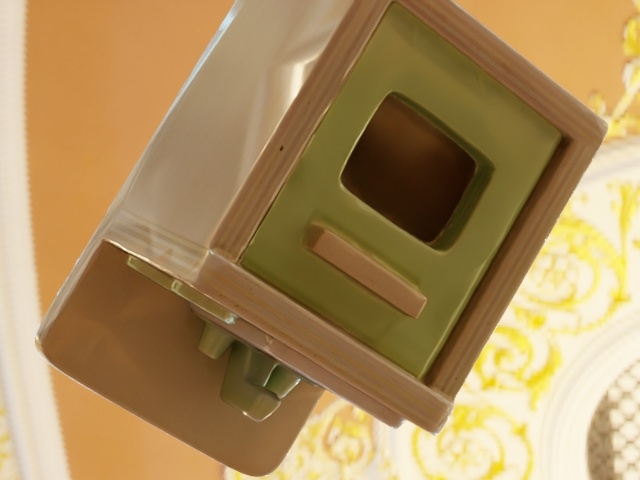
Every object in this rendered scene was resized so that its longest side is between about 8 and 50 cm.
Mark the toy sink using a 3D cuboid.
[{"bbox_3d":[0.000,0.000,0.812,0.153,0.131,0.234,34,-96,-28],"label":"toy sink"}]
